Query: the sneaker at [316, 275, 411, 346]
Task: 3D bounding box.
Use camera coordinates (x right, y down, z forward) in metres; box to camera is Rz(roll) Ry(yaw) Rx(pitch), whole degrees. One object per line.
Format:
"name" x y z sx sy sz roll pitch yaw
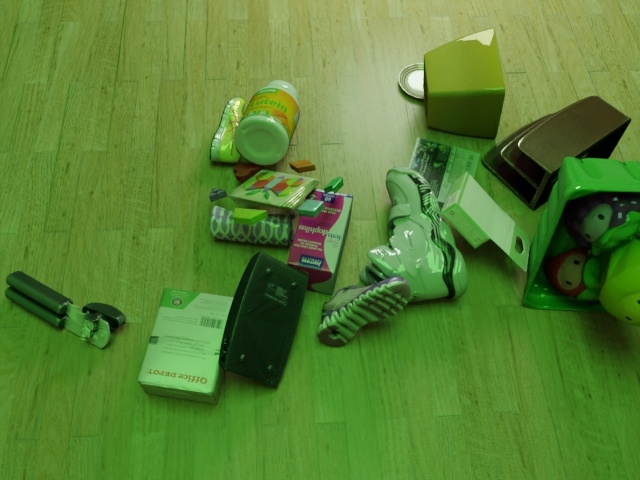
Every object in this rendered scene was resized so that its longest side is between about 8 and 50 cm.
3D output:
"sneaker" 0.086 0.132 1.430 0.236 0.095 0.104 -33 36 24

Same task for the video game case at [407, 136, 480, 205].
"video game case" 0.313 -0.174 1.714 0.173 0.022 0.190 17 60 7

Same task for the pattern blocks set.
"pattern blocks set" -0.111 -0.123 1.552 0.325 0.026 0.285 3 35 23

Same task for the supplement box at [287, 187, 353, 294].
"supplement box" 0.000 0.000 1.540 0.111 0.114 0.219 11 60 5

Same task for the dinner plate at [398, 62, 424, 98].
"dinner plate" 0.294 -0.455 1.888 0.141 0.017 0.141 1 59 -2

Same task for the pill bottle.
"pill bottle" -0.127 -0.313 1.692 0.137 0.136 0.245 10 41 3

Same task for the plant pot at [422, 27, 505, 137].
"plant pot" 0.373 -0.410 1.754 0.187 0.212 0.212 -3 65 6

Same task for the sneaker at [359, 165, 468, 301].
"sneaker" 0.181 -0.011 1.538 0.210 0.137 0.365 -15 63 -14

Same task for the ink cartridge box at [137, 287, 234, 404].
"ink cartridge box" -0.277 0.224 1.399 0.160 0.092 0.219 9 60 3

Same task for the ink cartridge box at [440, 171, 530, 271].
"ink cartridge box" 0.397 -0.036 1.563 0.235 0.056 0.171 45 35 -9

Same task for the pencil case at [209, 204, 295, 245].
"pencil case" -0.162 -0.038 1.570 0.206 0.086 0.088 5 62 1

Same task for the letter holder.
"letter holder" 0.599 -0.260 1.706 0.302 0.152 0.214 -32 63 -20

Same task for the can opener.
"can opener" -0.569 0.150 1.457 0.281 0.074 0.093 24 26 10

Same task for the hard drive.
"hard drive" -0.122 0.167 1.392 0.054 0.172 0.254 -1 67 43

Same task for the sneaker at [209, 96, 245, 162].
"sneaker" -0.223 -0.284 1.732 0.094 0.081 0.208 15 65 -2

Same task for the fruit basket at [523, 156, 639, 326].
"fruit basket" 0.613 0.049 1.388 0.283 0.392 0.391 3 58 -1
